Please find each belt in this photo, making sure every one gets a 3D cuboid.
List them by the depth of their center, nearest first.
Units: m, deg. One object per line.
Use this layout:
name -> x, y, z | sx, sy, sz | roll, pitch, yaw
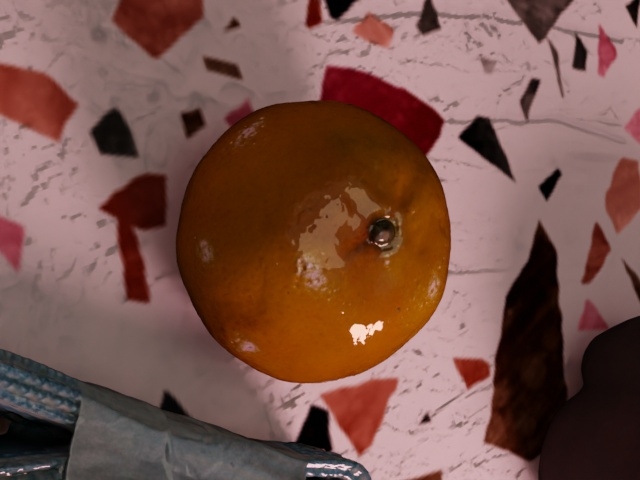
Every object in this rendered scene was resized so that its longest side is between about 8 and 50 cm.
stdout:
belt -> -0.100, 0.119, 0.552 | 0.302, 0.072, 0.087 | 24, 71, -31

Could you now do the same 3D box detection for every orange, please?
orange -> 0.000, 0.000, 0.593 | 0.156, 0.124, 0.156 | 3, 86, -39

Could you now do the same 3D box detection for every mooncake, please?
mooncake -> 0.271, 0.170, 0.776 | 0.245, 0.133, 0.244 | 1, 89, -35
